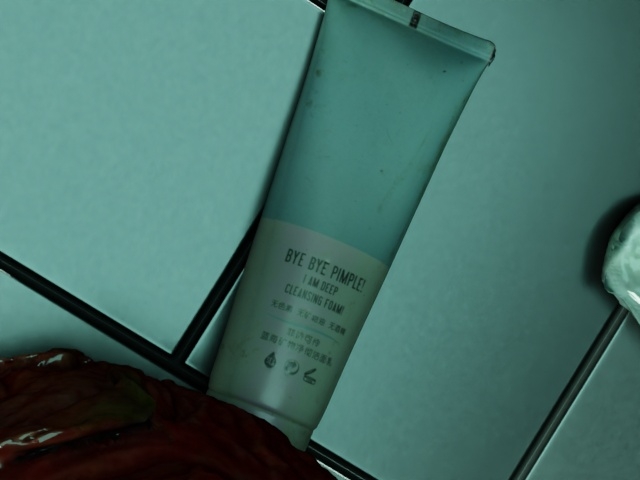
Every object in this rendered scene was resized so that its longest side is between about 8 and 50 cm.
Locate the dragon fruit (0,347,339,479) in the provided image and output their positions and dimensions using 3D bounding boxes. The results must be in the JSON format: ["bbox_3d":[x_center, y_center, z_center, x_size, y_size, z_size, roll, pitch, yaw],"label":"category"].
[{"bbox_3d":[-0.143,0.176,0.770,0.302,0.330,0.240,20,111,-42],"label":"dragon fruit"}]

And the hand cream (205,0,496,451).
[{"bbox_3d":[0.000,0.000,0.909,0.111,0.070,0.312,24,82,-9],"label":"hand cream"}]

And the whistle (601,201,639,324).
[{"bbox_3d":[0.340,0.076,0.937,0.348,0.189,0.189,31,88,11],"label":"whistle"}]
